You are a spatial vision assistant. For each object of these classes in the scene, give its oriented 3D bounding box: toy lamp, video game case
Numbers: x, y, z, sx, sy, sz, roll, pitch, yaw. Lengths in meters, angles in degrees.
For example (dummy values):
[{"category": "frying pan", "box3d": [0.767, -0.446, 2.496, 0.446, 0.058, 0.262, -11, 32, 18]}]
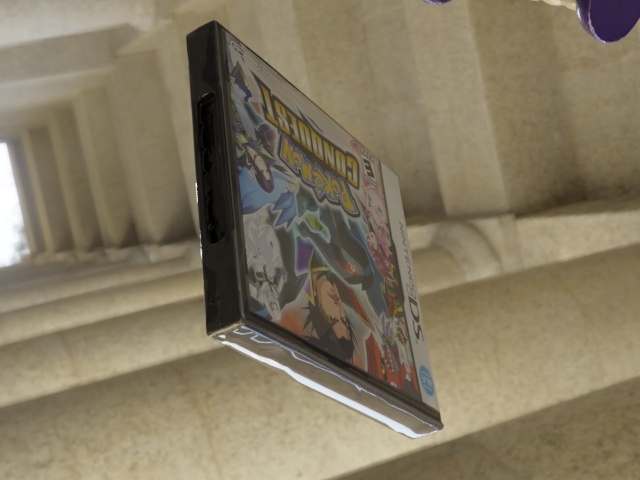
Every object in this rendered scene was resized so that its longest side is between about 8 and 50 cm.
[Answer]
[{"category": "toy lamp", "box3d": [0.160, -0.238, 0.991, 0.275, 0.080, 0.080, 30, -50, 49]}, {"category": "video game case", "box3d": [0.000, 0.000, 0.840, 0.035, 0.275, 0.248, -23, -124, 25]}]
